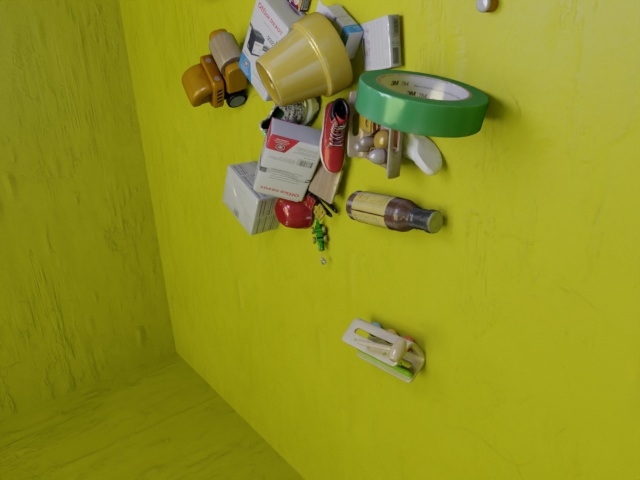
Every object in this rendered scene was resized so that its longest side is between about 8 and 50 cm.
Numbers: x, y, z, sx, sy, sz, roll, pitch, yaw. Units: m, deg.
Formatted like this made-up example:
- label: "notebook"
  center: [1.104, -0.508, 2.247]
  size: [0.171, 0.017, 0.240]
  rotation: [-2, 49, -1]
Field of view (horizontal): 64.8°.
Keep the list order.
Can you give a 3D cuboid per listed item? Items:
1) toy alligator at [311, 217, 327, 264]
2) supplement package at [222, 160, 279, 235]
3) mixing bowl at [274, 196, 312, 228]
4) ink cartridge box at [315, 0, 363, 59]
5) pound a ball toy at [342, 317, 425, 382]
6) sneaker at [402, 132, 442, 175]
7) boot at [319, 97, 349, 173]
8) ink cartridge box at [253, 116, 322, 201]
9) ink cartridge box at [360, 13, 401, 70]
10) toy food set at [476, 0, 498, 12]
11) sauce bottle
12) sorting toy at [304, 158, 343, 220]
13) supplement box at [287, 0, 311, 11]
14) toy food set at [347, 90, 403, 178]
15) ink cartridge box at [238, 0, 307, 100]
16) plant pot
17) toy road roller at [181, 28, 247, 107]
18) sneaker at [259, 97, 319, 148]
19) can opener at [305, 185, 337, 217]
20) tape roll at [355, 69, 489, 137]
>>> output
- label: "toy alligator"
  center: [0.000, 0.000, 1.990]
  size: [0.051, 0.056, 0.189]
  rotation: [-74, -25, -75]
- label: "supplement package"
  center: [-0.299, -0.189, 2.231]
  size: [0.262, 0.145, 0.204]
  rotation: [48, 138, 32]
- label: "mixing bowl"
  center: [-0.122, -0.121, 2.044]
  size: [0.181, 0.098, 0.181]
  rotation: [37, 137, 45]
- label: "ink cartridge box"
  center: [0.053, -0.674, 1.607]
  size: [0.180, 0.060, 0.104]
  rotation: [56, 151, 22]
- label: "pound a ball toy"
  center: [0.218, 0.349, 1.731]
  size: [0.319, 0.135, 0.208]
  rotation: [15, 152, 51]
- label: "sneaker"
  center: [0.280, -0.260, 1.480]
  size: [0.212, 0.080, 0.094]
  rotation: [66, 151, 27]
- label: "boot"
  center: [0.051, -0.341, 1.667]
  size: [0.176, 0.089, 0.244]
  rotation: [-133, 42, -76]
- label: "ink cartridge box"
  center: [-0.122, -0.292, 1.862]
  size: [0.114, 0.197, 0.272]
  rotation: [-92, 20, -43]
- label: "ink cartridge box"
  center: [0.180, -0.588, 1.517]
  size: [0.179, 0.045, 0.145]
  rotation: [-145, 46, -65]
- label: "toy food set"
  center: [0.343, -0.653, 1.191]
  size: [0.111, 0.105, 0.232]
  rotation: [-36, 75, 54]
- label: "sauce bottle"
  center: [0.228, -0.084, 1.586]
  size: [0.344, 0.111, 0.111]
  rotation: [20, 120, 49]
- label: "sorting toy"
  center: [0.028, -0.210, 1.842]
  size: [0.132, 0.046, 0.274]
  rotation: [35, 116, 40]
- label: "supplement box"
  center: [-0.072, -0.834, 1.738]
  size: [0.083, 0.043, 0.055]
  rotation: [51, 140, 29]
- label: "toy food set"
  center: [0.156, -0.331, 1.542]
  size: [0.306, 0.093, 0.219]
  rotation: [-135, 41, -59]
- label: "ink cartridge box"
  center: [-0.165, -0.704, 1.844]
  size: [0.223, 0.129, 0.307]
  rotation: [56, 142, 23]
- label: "plant pot"
  center: [-0.063, -0.548, 1.598]
  size: [0.254, 0.239, 0.254]
  rotation: [56, 172, 13]
- label: "toy road roller"
  center: [-0.447, -0.686, 2.099]
  size: [0.202, 0.241, 0.329]
  rotation: [63, 161, 13]
- label: "sneaker"
  center: [-0.171, -0.435, 1.919]
  size: [0.158, 0.182, 0.410]
  rotation: [61, 143, 17]
- label: "can opener"
  center: [0.004, -0.151, 1.920]
  size: [0.059, 0.073, 0.186]
  rotation: [-50, 50, 1]
- label: "tape roll"
  center: [0.250, -0.349, 1.259]
  size: [0.321, 0.321, 0.077]
  rotation: [38, 133, 40]
